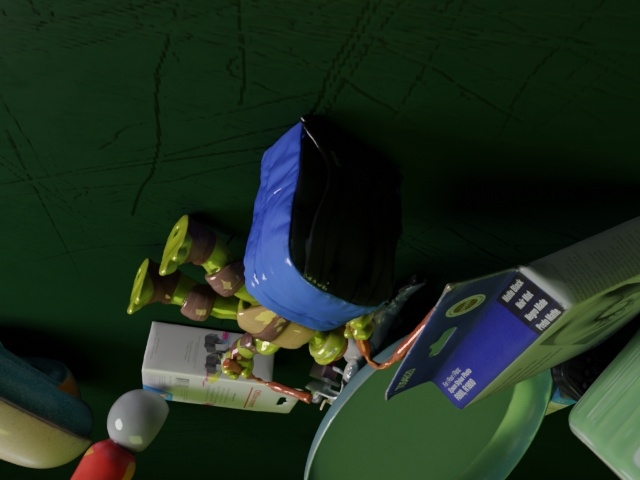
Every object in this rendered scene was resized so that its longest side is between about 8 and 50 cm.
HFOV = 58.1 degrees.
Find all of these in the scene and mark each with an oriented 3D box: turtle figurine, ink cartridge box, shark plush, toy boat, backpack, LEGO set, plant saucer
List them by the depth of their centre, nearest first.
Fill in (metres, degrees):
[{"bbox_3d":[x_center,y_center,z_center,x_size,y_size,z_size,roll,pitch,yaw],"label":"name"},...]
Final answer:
[{"bbox_3d":[0.000,0.000,0.388,0.098,0.120,0.101,21,143,-26],"label":"backpack"},{"bbox_3d":[0.176,0.069,0.463,0.224,0.045,0.223,-18,151,-16],"label":"ink cartridge box"},{"bbox_3d":[-0.042,0.058,0.513,0.217,0.087,0.270,30,144,-24],"label":"turtle figurine"},{"bbox_3d":[0.059,0.079,0.595,0.067,0.073,0.161,-2,131,-28],"label":"shark plush"},{"bbox_3d":[0.118,0.209,0.630,0.318,0.044,0.317,-13,119,-23],"label":"plant saucer"},{"bbox_3d":[-0.325,0.202,0.690,0.319,0.148,0.267,17,153,30],"label":"toy boat"},{"bbox_3d":[-0.115,0.156,0.693,0.182,0.061,0.104,10,147,-10],"label":"ink cartridge box"},{"bbox_3d":[0.277,0.186,0.714,0.028,0.048,0.083,13,145,-14],"label":"ink cartridge box"},{"bbox_3d":[0.117,0.211,0.757,0.132,0.107,0.287,22,171,44],"label":"LEGO set"}]

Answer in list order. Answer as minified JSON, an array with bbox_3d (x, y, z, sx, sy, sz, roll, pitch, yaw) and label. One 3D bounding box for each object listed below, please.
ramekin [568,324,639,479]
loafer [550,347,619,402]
[{"bbox_3d":[0.361,0.204,0.479,0.148,0.303,0.303,-46,134,3],"label":"ramekin"},{"bbox_3d":[0.343,0.177,0.669,0.223,0.076,0.078,23,164,-22],"label":"loafer"}]
